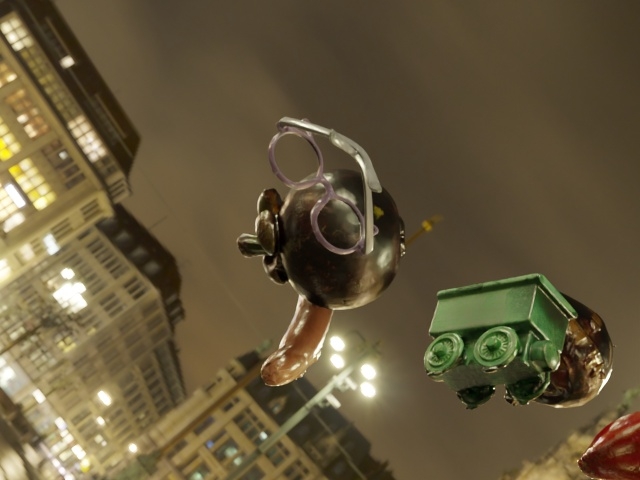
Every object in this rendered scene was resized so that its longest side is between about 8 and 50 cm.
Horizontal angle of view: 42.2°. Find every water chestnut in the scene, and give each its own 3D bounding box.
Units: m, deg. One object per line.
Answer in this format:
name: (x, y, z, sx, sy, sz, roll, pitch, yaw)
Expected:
water chestnut: (0.495, 0.255, 1.868, 0.300, 0.300, 0.300, 42, -24, 23)

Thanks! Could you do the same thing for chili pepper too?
chili pepper: (0.585, 0.374, 1.492, 0.252, 0.136, 0.144, -13, -47, 27)

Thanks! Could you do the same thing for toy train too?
toy train: (0.309, 0.184, 1.484, 0.266, 0.202, 0.145, -15, -48, 45)

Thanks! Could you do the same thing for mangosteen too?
mangosteen: (0.000, 0.000, 1.297, 0.228, 0.265, 0.228, -3, 90, -85)

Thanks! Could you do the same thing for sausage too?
sausage: (-0.019, 0.130, 1.377, 0.078, 0.304, 0.078, 11, -50, 13)

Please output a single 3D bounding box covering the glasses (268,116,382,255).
glasses: (0.022, -0.058, 0.690, 0.140, 0.062, 0.104, 56, -35, -2)
